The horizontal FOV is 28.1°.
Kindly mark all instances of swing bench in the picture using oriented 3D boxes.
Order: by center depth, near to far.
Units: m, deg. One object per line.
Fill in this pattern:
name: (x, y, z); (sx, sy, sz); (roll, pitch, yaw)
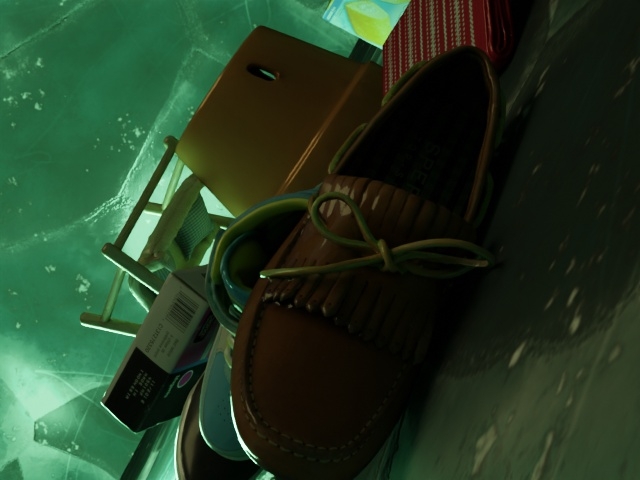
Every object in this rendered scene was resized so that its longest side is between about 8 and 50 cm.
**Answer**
swing bench: (-0.154, 0.031, 1.753); (0.253, 0.254, 0.165); (-69, 4, -45)

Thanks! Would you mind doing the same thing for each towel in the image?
towel: (0.123, -0.191, 1.292); (0.275, 0.031, 0.199); (126, 149, -58)

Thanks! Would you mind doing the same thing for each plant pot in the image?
plant pot: (-0.050, -0.137, 1.640); (0.291, 0.203, 0.291); (-56, 4, 6)

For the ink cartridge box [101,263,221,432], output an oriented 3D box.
ink cartridge box: (-0.087, 0.097, 1.463); (0.176, 0.069, 0.371); (-60, -19, 21)

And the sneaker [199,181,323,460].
sneaker: (-0.054, 0.074, 1.088); (0.319, 0.127, 0.208); (-60, -19, 20)

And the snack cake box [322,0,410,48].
snack cake box: (0.116, -0.349, 1.705); (0.089, 0.152, 0.264); (-65, 6, -19)

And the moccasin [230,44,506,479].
moccasin: (0.048, 0.004, 0.890); (0.380, 0.139, 0.147); (-55, -8, -39)

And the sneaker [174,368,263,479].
sneaker: (-0.052, 0.118, 1.257); (0.296, 0.104, 0.147); (-60, 0, -25)
